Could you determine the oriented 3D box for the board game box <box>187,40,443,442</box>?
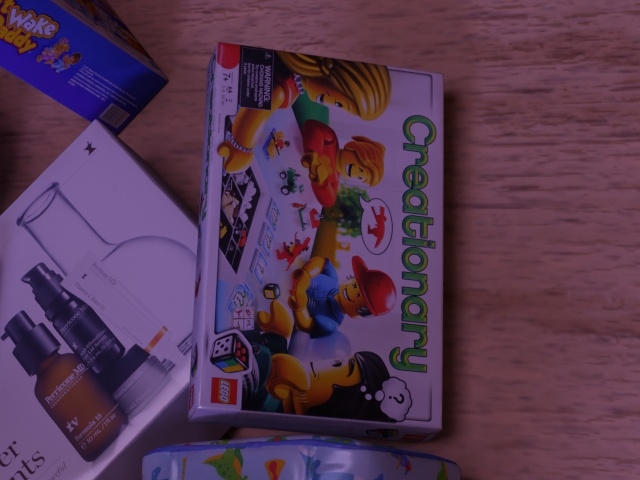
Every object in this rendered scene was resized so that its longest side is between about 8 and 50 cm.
[{"bbox_3d":[0.000,0.000,1.277,0.193,0.053,0.305,6,70,-13],"label":"board game box"}]

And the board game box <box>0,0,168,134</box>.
[{"bbox_3d":[-0.315,-0.253,1.454,0.078,0.347,0.233,-45,56,9],"label":"board game box"}]

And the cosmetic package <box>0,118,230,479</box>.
[{"bbox_3d":[-0.233,0.119,1.395,0.377,0.097,0.284,-46,52,0],"label":"cosmetic package"}]

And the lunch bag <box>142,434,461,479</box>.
[{"bbox_3d":[-0.011,0.200,1.204,0.219,0.176,0.090,-7,74,32],"label":"lunch bag"}]
